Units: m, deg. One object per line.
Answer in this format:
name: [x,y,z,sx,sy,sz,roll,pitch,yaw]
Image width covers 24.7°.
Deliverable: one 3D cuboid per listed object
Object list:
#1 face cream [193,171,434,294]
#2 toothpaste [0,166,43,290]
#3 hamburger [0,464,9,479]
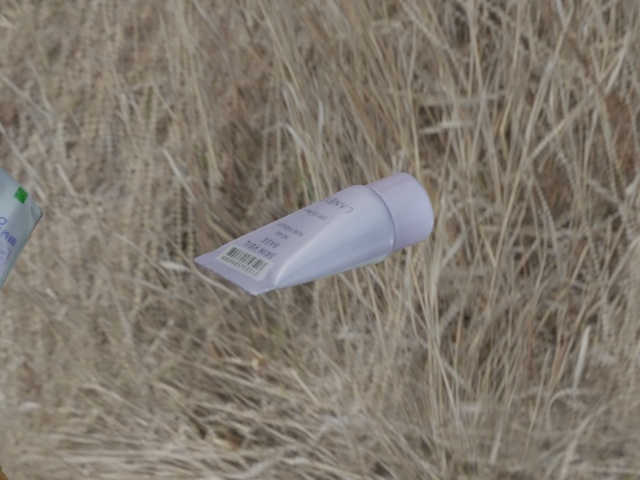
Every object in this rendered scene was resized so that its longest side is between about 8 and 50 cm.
face cream: [0.000,0.000,1.737,0.274,0.154,0.096,-21,118,-27]
toothpaste: [-0.390,0.060,1.560,0.075,0.048,0.301,34,61,-11]
hamburger: [-0.313,0.169,0.844,0.286,0.146,0.243,12,45,-7]
